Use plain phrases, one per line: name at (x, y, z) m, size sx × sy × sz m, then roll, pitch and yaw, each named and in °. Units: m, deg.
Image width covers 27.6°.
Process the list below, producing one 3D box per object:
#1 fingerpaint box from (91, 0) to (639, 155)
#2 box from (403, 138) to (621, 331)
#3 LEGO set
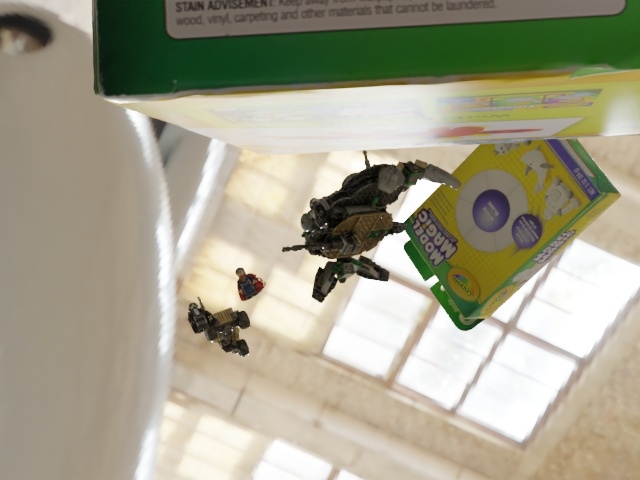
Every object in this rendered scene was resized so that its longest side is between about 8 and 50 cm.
fingerpaint box at (0.152, -0.139, 0.641) m, size 0.371 × 0.444 × 0.163 m, roll -2°, pitch 90°, yaw -83°
box at (0.141, -0.016, 1.052) m, size 0.043 × 0.105 × 0.179 m, roll 1°, pitch 138°, yaw -51°
LEGO set at (-0.002, 0.000, 0.364) m, size 0.083 × 0.023 × 0.054 m, roll -25°, pitch 150°, yaw -9°
